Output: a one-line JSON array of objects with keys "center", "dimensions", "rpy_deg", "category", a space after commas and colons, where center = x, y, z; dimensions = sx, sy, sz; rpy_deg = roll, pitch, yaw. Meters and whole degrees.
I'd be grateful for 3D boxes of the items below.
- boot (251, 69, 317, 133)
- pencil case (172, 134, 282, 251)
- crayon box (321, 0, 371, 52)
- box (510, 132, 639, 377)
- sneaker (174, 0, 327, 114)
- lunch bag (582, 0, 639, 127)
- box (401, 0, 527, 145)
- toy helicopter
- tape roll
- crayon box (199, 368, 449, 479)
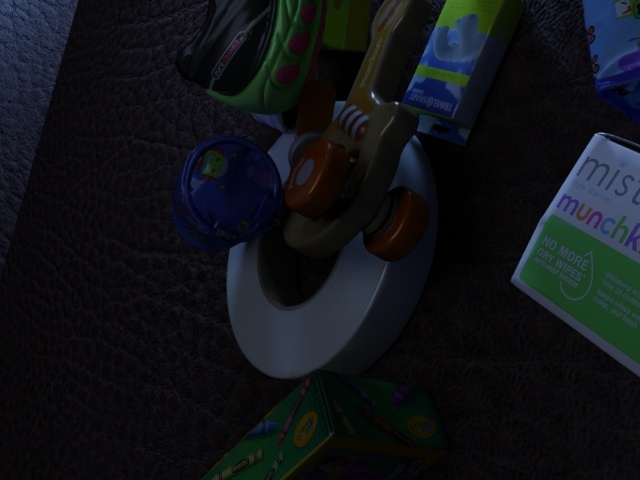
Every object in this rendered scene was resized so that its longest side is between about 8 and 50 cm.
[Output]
[{"center": [-0.040, -0.280, 1.082], "dimensions": [0.123, 0.095, 0.258], "rpy_deg": [39, 129, 54], "category": "boot"}, {"center": [-0.125, -0.049, 1.012], "dimensions": [0.119, 0.133, 0.306], "rpy_deg": [-53, 8, -10], "category": "pencil case"}, {"center": [-0.008, -0.398, 1.189], "dimensions": [0.318, 0.081, 0.202], "rpy_deg": [31, 119, 55], "category": "crayon box"}, {"center": [0.299, 0.058, 0.477], "dimensions": [0.262, 0.231, 0.126], "rpy_deg": [44, 112, 52], "category": "box"}, {"center": [-0.076, -0.404, 0.965], "dimensions": [0.185, 0.202, 0.482], "rpy_deg": [53, -132, -79], "category": "sneaker"}, {"center": [0.370, -0.233, 0.615], "dimensions": [0.293, 0.138, 0.220], "rpy_deg": [-20, 57, 39], "category": "lunch bag"}, {"center": [0.168, -0.214, 0.945], "dimensions": [0.109, 0.042, 0.178], "rpy_deg": [33, 102, 55], "category": "box"}, {"center": [0.044, -0.143, 0.924], "dimensions": [0.235, 0.140, 0.355], "rpy_deg": [-7, 59, 61], "category": "toy helicopter"}, {"center": [0.000, 0.000, 1.061], "dimensions": [0.392, 0.072, 0.391], "rpy_deg": [-26, 56, 47], "category": "tape roll"}, {"center": [-0.010, 0.264, 0.875], "dimensions": [0.278, 0.165, 0.081], "rpy_deg": [-48, 41, 31], "category": "crayon box"}]
